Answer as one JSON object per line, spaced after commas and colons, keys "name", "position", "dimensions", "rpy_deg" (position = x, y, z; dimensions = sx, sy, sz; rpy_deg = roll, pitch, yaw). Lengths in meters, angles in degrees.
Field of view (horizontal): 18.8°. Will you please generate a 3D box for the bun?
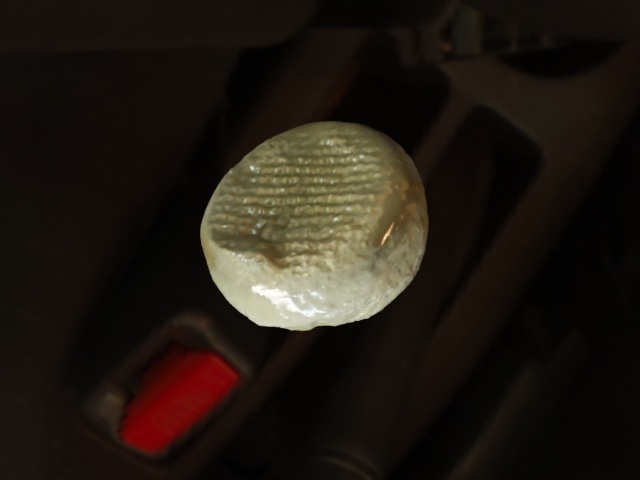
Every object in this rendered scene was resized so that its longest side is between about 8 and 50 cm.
{"name": "bun", "position": [0.000, 0.000, 0.711], "dimensions": [0.086, 0.086, 0.055], "rpy_deg": [-37, 137, -12]}
